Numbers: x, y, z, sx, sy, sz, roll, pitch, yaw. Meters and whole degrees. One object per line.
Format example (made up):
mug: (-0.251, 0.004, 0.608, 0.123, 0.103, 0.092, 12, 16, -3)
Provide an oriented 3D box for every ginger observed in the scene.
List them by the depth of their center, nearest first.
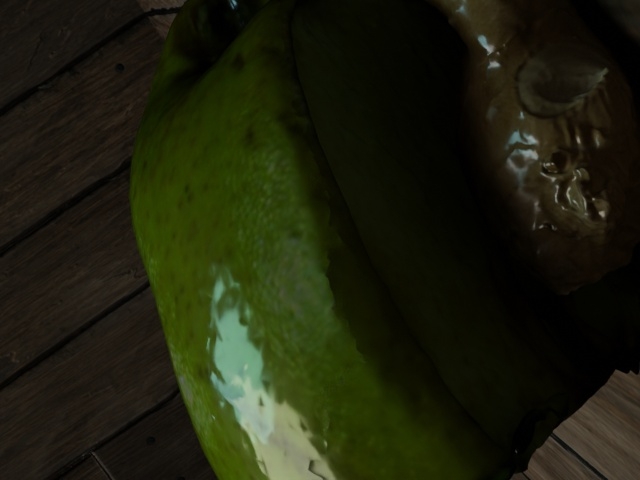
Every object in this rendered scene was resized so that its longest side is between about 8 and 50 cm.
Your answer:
ginger: (0.075, -0.059, 0.451, 0.096, 0.067, 0.165, 61, -173, -71)

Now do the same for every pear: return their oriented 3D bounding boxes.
pear: (0.000, 0.000, 0.521, 0.255, 0.164, 0.238, 56, -150, 6)
